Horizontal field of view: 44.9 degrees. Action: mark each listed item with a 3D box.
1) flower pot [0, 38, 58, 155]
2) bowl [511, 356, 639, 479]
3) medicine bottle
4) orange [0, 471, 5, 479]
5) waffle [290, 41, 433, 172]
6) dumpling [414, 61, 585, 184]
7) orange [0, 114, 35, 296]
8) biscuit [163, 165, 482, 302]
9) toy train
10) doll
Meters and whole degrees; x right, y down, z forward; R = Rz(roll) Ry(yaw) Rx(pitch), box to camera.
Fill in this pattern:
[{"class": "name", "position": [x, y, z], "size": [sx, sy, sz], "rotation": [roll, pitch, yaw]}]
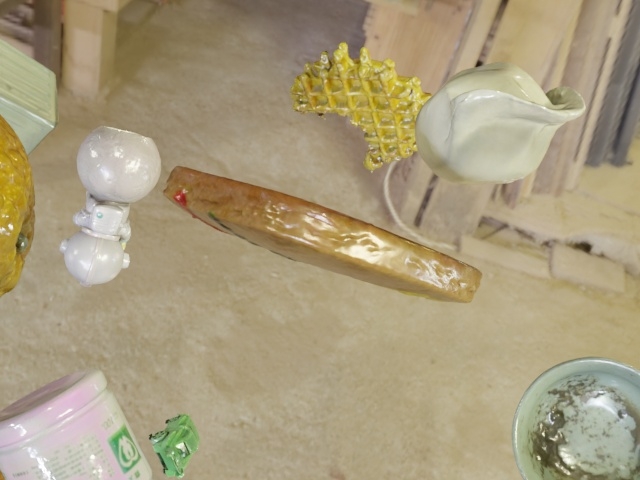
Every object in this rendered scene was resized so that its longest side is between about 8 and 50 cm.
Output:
[{"class": "flower pot", "position": [-0.628, -0.261, 1.416], "size": [0.209, 0.239, 0.190], "rotation": [52, 10, 28]}, {"class": "bowl", "position": [0.500, 0.357, 1.402], "size": [0.289, 0.289, 0.146], "rotation": [36, 5, 21]}, {"class": "medicine bottle", "position": [-0.392, 0.398, 1.286], "size": [0.212, 0.212, 0.325], "rotation": [-32, 101, -43]}, {"class": "orange", "position": [-0.740, 0.470, 1.599], "size": [0.193, 0.193, 0.161], "rotation": [-5, 27, -25]}, {"class": "waffle", "position": [0.092, -0.259, 1.531], "size": [0.293, 0.260, 0.069], "rotation": [33, 55, -19]}, {"class": "dumpling", "position": [0.185, -0.127, 0.840], "size": [0.163, 0.132, 0.250], "rotation": [-7, 0, -3]}, {"class": "orange", "position": [-0.465, -0.052, 0.764], "size": [0.357, 0.322, 0.322], "rotation": [20, 38, -7]}, {"class": "biscuit", "position": [-0.001, 0.002, 0.764], "size": [0.262, 0.052, 0.277], "rotation": [21, -2, -42]}, {"class": "toy train", "position": [-0.296, 0.429, 1.616], "size": [0.081, 0.099, 0.149], "rotation": [-14, 17, 27]}, {"class": "doll", "position": [-0.374, -0.053, 1.358], "size": [0.151, 0.287, 0.151], "rotation": [16, 6, -2]}]
